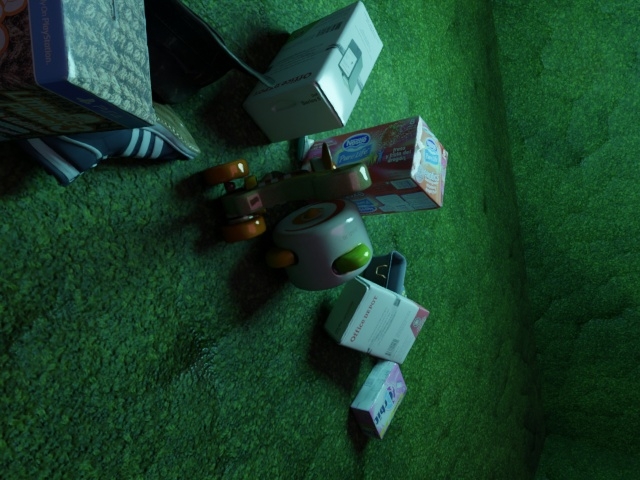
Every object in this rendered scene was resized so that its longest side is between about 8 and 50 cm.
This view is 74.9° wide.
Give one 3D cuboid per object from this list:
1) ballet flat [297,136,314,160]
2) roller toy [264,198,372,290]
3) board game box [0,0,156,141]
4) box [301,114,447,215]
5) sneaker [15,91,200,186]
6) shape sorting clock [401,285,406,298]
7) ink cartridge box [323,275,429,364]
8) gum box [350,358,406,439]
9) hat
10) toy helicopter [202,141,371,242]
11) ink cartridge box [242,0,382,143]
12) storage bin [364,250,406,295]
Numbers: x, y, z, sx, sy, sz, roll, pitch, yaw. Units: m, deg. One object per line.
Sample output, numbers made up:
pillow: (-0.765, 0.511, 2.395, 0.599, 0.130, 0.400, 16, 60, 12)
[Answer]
ballet flat: (-0.034, -0.241, 0.968, 0.041, 0.041, 0.114, -1, 87, -51)
roller toy: (0.000, 0.000, 0.881, 0.191, 0.209, 0.146, -70, 142, -63)
board game box: (-0.333, -0.225, 0.392, 0.141, 0.290, 0.232, -17, 103, -85)
box: (0.112, -0.149, 0.939, 0.154, 0.299, 0.142, 30, 65, -45)
sneaker: (-0.296, -0.145, 0.607, 0.099, 0.153, 0.282, 55, 6, 7)
shape sorting clock: (0.233, 0.234, 1.223, 0.206, 0.040, 0.206, 5, 90, -77)
ink cartridge box: (0.138, 0.196, 1.033, 0.217, 0.092, 0.159, 26, 93, -33)
gum box: (0.166, 0.427, 1.150, 0.188, 0.062, 0.107, -45, 121, -42)
hat: (-0.228, -0.285, 0.629, 0.331, 0.331, 0.134, 26, 105, -47)
toy helicopter: (-0.032, -0.093, 0.716, 0.234, 0.355, 0.140, -23, 105, -31)
ink cartridge box: (-0.011, -0.350, 0.883, 0.115, 0.198, 0.273, 49, 53, -38)
storage bin: (0.168, 0.100, 1.155, 0.098, 0.091, 0.135, 32, 63, -45)
